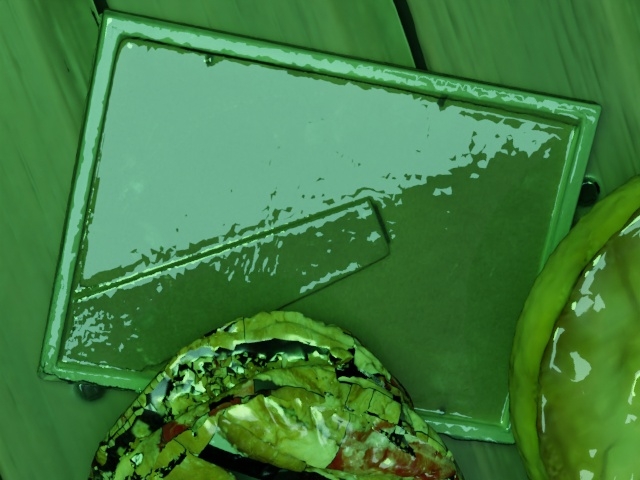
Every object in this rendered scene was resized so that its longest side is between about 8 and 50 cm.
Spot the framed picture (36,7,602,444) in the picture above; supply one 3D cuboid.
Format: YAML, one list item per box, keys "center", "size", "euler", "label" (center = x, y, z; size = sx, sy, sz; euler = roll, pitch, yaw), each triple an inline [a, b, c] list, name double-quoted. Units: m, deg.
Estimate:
- center: [0.000, 0.000, 1.085]
  size: [0.315, 0.024, 0.232]
  euler: [10, 103, -14]
  label: "framed picture"

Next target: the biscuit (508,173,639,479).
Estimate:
- center: [0.258, 0.079, 1.114]
  size: [0.296, 0.102, 0.296]
  euler: [-5, 108, -14]
  label: "biscuit"

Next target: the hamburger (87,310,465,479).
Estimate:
- center: [-0.026, 0.157, 1.066]
  size: [0.231, 0.107, 0.231]
  euler: [-5, 123, -8]
  label: "hamburger"
